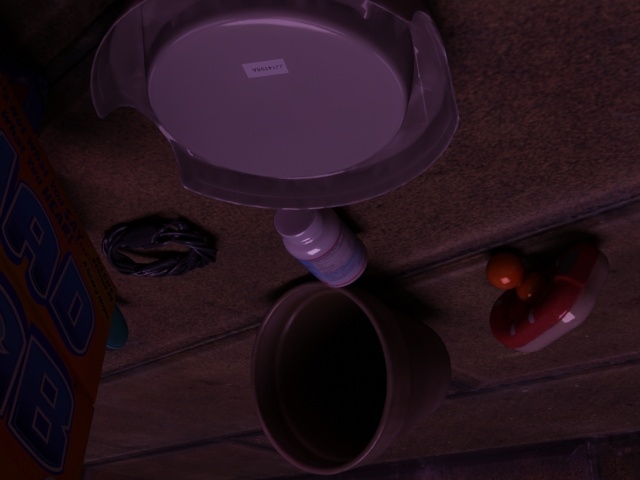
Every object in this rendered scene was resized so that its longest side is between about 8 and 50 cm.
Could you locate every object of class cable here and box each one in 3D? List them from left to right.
[{"bbox_3d":[-0.255,0.016,1.130,0.185,0.047,0.150,-18,152,29],"label":"cable"}]

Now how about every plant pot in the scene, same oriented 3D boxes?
[{"bbox_3d":[0.081,0.239,1.291,0.323,0.323,0.280,-22,160,38],"label":"plant pot"}]

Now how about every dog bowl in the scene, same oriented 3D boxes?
[{"bbox_3d":[-0.040,-0.159,0.705,0.349,0.102,0.348,1,152,1],"label":"dog bowl"}]

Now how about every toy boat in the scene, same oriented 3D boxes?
[{"bbox_3d":[0.328,0.074,1.121,0.151,0.151,0.231,34,150,5],"label":"toy boat"}]

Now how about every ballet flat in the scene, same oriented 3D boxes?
[{"bbox_3d":[-0.444,0.106,1.271,0.096,0.095,0.280,3,144,20],"label":"ballet flat"}]

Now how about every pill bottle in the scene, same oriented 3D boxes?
[{"bbox_3d":[0.000,0.000,1.023,0.087,0.087,0.160,-11,149,24],"label":"pill bottle"}]

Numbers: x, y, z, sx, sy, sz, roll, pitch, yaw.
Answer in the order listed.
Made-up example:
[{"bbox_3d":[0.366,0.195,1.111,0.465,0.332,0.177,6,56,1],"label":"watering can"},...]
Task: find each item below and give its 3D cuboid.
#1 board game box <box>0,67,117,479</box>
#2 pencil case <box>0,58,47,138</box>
[{"bbox_3d":[-0.425,0.067,0.595,0.356,0.356,0.356,-13,127,3],"label":"board game box"},{"bbox_3d":[-0.441,-0.145,0.732,0.306,0.133,0.119,12,172,-16],"label":"pencil case"}]
